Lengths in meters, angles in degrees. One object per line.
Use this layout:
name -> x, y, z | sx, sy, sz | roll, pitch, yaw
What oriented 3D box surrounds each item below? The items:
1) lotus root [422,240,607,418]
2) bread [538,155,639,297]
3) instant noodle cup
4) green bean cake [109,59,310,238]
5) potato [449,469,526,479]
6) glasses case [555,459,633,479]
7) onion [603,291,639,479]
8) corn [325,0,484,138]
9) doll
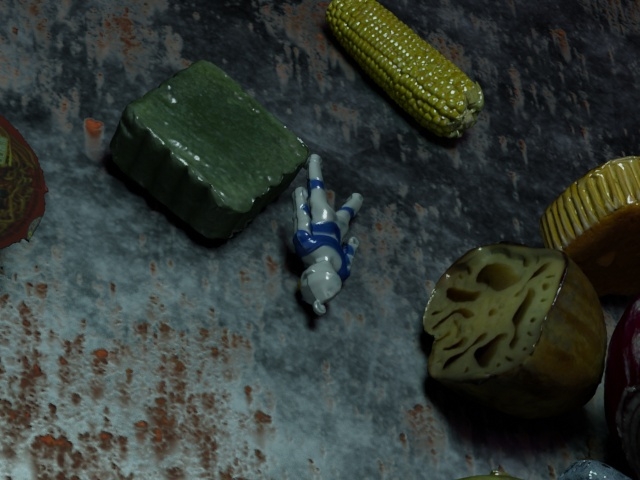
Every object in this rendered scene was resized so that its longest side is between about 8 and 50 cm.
lotus root -> 0.231, 0.120, 1.986 | 0.180, 0.199, 0.188 | 43, 68, -37
bread -> 0.377, -0.010, 2.161 | 0.199, 0.199, 0.104 | 10, 47, -24
instant noodle cup -> -0.424, -0.052, 1.788 | 0.274, 0.090, 0.274 | 18, 41, -16
green bean cake -> -0.129, -0.102, 2.022 | 0.185, 0.094, 0.183 | 38, 39, 9
potato -> 0.190, 0.325, 1.725 | 0.228, 0.148, 0.197 | -5, 64, -34
glasses case -> 0.362, 0.343, 1.843 | 0.282, 0.109, 0.067 | 40, 43, 12
onion -> 0.439, 0.161, 1.924 | 0.282, 0.336, 0.260 | -33, 58, -30
corn -> 0.109, -0.237, 2.318 | 0.260, 0.091, 0.091 | 44, 13, 22
doll -> 0.000, 0.000, 2.018 | 0.114, 0.057, 0.227 | 47, 30, -29
